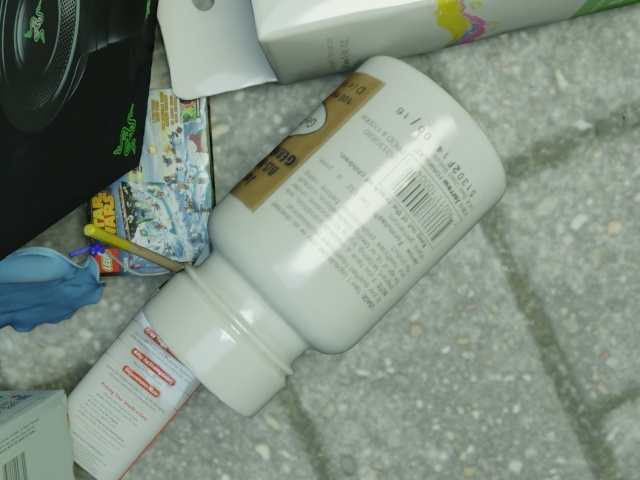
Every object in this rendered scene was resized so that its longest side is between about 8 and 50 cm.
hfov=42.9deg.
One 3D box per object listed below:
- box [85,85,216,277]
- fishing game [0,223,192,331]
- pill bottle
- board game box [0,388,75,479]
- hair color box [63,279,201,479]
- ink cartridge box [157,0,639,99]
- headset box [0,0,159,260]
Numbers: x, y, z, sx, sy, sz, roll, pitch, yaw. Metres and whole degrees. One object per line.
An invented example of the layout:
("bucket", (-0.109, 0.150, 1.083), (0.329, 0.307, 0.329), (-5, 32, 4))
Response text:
("box", (-0.126, -0.043, 0.604), (0.093, 0.027, 0.137), (-2, 96, 0))
("fishing game", (-0.236, 0.033, 0.538), (0.264, 0.189, 0.041), (-18, 74, 14))
("pill bottle", (0.000, 0.000, 0.540), (0.229, 0.131, 0.131), (-45, 94, -5))
("board game box", (-0.324, 0.190, 0.549), (0.275, 0.144, 0.142), (-3, 96, 12))
("hair color box", (-0.135, 0.107, 0.611), (0.072, 0.043, 0.141), (41, 96, -3))
("ink cartridge box", (0.044, -0.231, 0.527), (0.353, 0.119, 0.207), (-13, 87, 2))
("headset box", (-0.187, -0.134, 0.434), (0.131, 0.283, 0.247), (13, 111, 5))
